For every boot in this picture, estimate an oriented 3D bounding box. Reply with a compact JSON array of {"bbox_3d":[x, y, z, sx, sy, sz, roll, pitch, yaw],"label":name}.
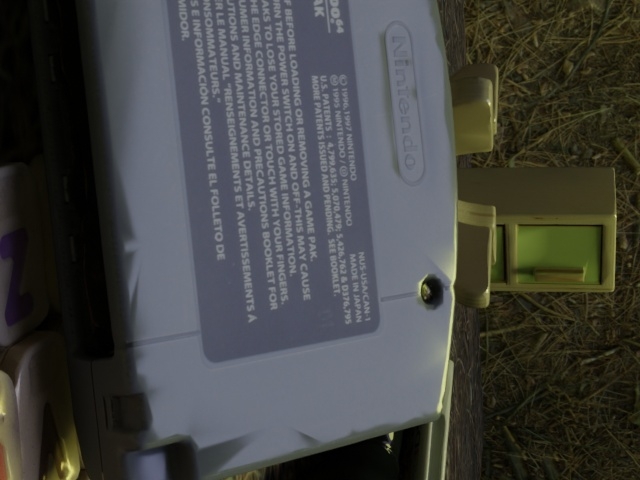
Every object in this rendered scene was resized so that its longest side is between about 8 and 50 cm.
[{"bbox_3d":[0.031,0.152,1.076,0.246,0.094,0.207,80,16,-70],"label":"boot"}]

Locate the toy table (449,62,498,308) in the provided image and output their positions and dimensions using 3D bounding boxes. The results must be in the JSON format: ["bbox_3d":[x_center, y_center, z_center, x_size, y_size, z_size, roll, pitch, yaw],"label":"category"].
[{"bbox_3d":[0.077,-0.057,1.163,0.274,0.161,0.252,67,26,-67],"label":"toy table"}]

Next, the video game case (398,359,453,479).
[{"bbox_3d":[0.065,0.239,1.192,0.227,0.026,0.206,123,-22,-60],"label":"video game case"}]

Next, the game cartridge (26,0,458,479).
[{"bbox_3d":[-0.026,-0.054,0.565,0.198,0.062,0.297,-7,92,-44],"label":"game cartridge"}]

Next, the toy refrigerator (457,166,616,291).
[{"bbox_3d":[0.167,-0.009,1.337,0.094,0.270,0.102,-77,164,-51],"label":"toy refrigerator"}]

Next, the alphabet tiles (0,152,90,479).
[{"bbox_3d":[-0.104,0.097,0.577,0.284,0.021,0.278,-44,134,-76],"label":"alphabet tiles"}]
